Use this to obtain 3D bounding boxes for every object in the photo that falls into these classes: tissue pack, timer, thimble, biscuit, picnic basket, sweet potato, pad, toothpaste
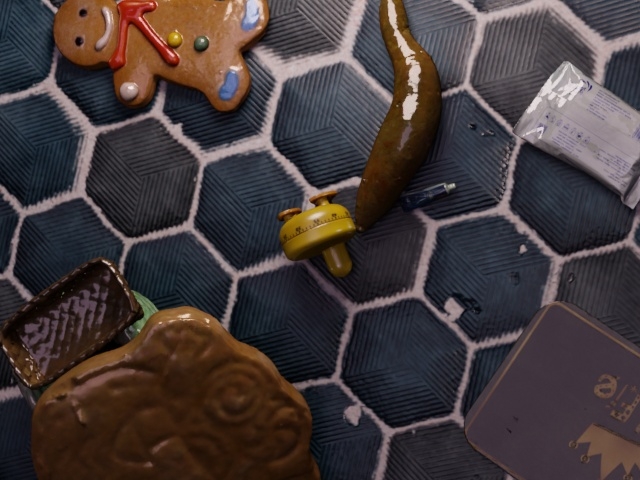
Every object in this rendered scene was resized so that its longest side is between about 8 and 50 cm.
[{"bbox_3d":[0.370,-0.145,1.592,0.193,0.026,0.122,34,95,11],"label":"tissue pack"},{"bbox_3d":[0.000,0.000,1.632,0.107,0.107,0.109,-24,80,11],"label":"timer"},{"bbox_3d":[-0.317,0.168,1.673,0.219,0.150,0.219,-1,86,12],"label":"thimble"},{"bbox_3d":[-0.244,-0.290,1.727,0.324,0.049,0.205,15,92,15],"label":"biscuit"},{"bbox_3d":[-0.189,0.296,1.593,0.365,0.062,0.385,-36,114,4],"label":"biscuit"},{"bbox_3d":[-0.329,0.110,1.575,0.193,0.055,0.110,-34,81,7],"label":"picnic basket"},{"bbox_3d":[0.111,-0.178,1.627,0.108,0.079,0.346,6,86,25],"label":"sweet potato"},{"bbox_3d":[0.409,0.241,1.554,0.375,0.063,0.315,34,95,11],"label":"pad"},{"bbox_3d":[0.148,-0.063,1.645,0.083,0.019,0.027,-19,101,15],"label":"toothpaste"}]
